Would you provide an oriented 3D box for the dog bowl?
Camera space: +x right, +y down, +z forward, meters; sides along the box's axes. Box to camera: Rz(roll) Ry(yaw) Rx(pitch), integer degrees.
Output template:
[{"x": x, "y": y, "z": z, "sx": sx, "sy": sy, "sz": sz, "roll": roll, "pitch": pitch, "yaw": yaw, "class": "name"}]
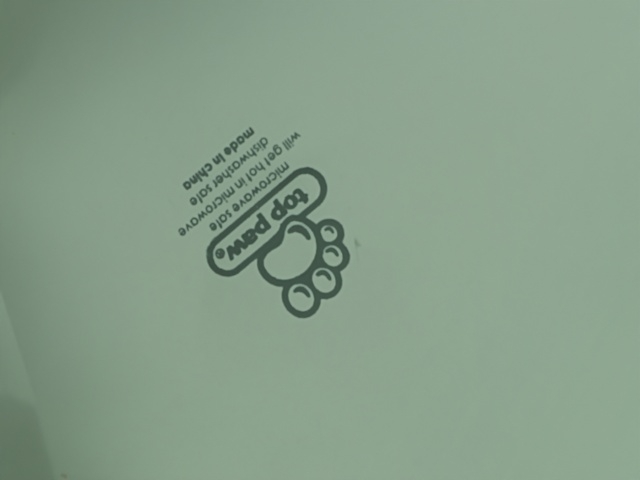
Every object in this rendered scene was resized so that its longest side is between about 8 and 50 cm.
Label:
[{"x": 0.000, "y": 0.000, "z": 0.533, "sx": 0.264, "sy": 0.104, "sz": 0.265, "roll": -1, "pitch": 86, "yaw": 13, "class": "dog bowl"}]
